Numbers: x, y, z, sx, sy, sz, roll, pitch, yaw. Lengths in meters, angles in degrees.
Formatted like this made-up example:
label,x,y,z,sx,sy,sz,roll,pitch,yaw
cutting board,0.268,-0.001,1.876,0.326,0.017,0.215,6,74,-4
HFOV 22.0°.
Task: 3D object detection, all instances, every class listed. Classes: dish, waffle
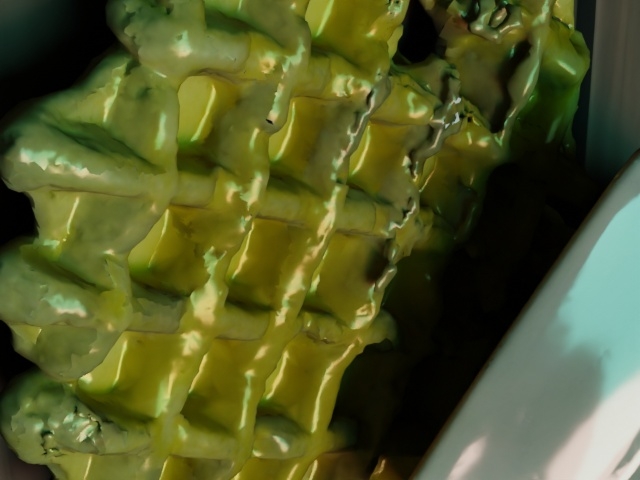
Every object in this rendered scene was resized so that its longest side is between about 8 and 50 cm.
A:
label,x,y,z,sx,sy,sz,roll,pitch,yaw
dish,0.114,0.053,0.620,0.154,0.064,0.234,-57,165,7
waffle,-0.002,-0.001,0.531,0.250,0.056,0.261,-38,140,-27
